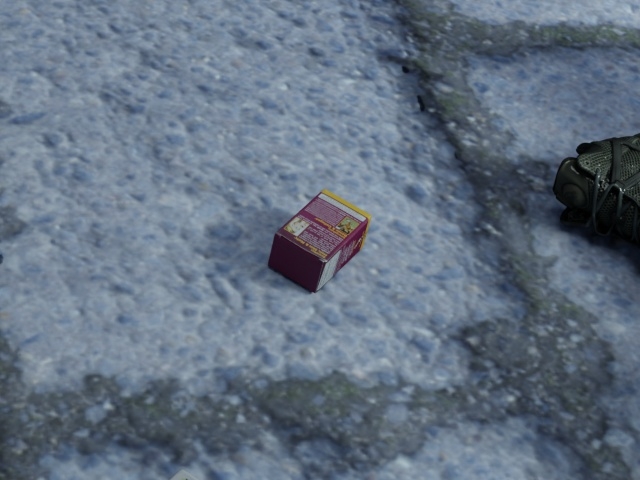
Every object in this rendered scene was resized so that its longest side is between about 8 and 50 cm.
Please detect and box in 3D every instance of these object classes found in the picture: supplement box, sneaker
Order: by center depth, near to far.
[{"bbox_3d":[0.000,0.000,1.552,0.055,0.043,0.083,31,44,17],"label":"supplement box"},{"bbox_3d":[0.294,-0.017,1.625,0.130,0.087,0.227,-4,43,-17],"label":"sneaker"}]

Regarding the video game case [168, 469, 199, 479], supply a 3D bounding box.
[{"bbox_3d":[-0.079,0.280,1.250,0.212,0.023,0.193,32,45,19],"label":"video game case"}]
